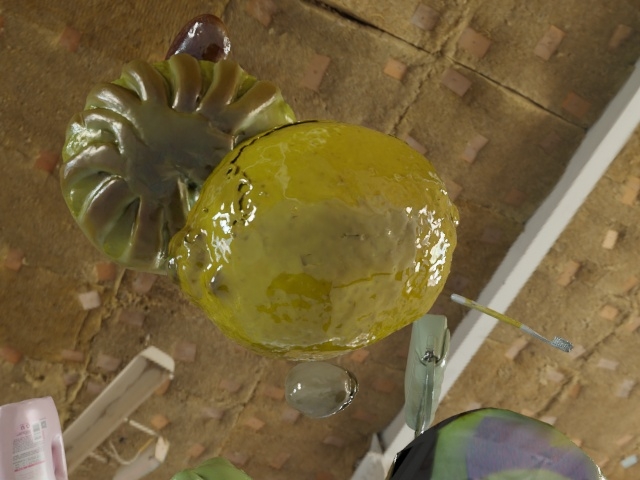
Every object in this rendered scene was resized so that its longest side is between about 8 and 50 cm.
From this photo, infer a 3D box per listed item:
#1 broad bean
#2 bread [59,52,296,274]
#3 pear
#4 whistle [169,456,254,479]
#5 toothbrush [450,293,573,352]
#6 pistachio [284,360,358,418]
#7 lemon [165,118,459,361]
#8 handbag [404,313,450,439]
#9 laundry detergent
[{"bbox_3d":[-0.233,-0.351,1.147,0.165,0.084,0.114,-31,-85,32],"label":"broad bean"},{"bbox_3d":[-0.185,-0.103,0.816,0.333,0.160,0.333,-1,-85,-6],"label":"bread"},{"bbox_3d":[0.250,0.467,0.934,0.399,0.399,0.165,2,-16,-7],"label":"pear"},{"bbox_3d":[-0.118,0.314,0.700,0.131,0.288,0.106,43,-110,6],"label":"whistle"},{"bbox_3d":[0.429,0.181,1.363,0.288,0.021,0.024,24,-69,5],"label":"toothbrush"},{"bbox_3d":[0.000,0.286,1.167,0.149,0.113,0.113,-15,-58,18],"label":"pistachio"},{"bbox_3d":[0.000,0.000,0.514,0.260,0.204,0.204,-11,-58,-23],"label":"lemon"},{"bbox_3d":[0.218,0.297,1.249,0.079,0.219,0.256,5,-50,6],"label":"handbag"},{"bbox_3d":[-0.579,0.494,1.231,0.088,0.159,0.335,-20,-101,24],"label":"laundry detergent"}]
